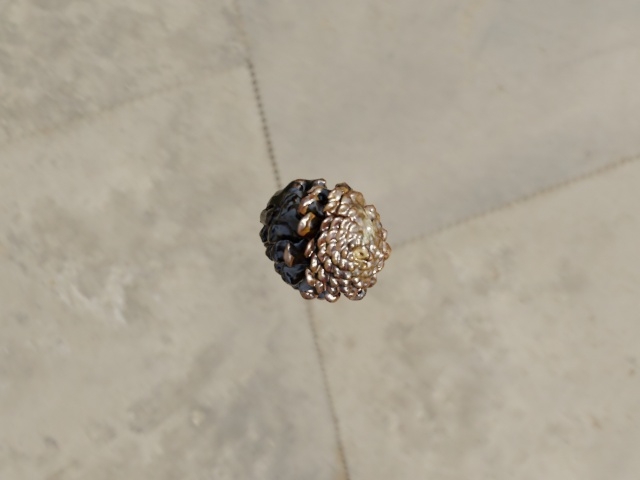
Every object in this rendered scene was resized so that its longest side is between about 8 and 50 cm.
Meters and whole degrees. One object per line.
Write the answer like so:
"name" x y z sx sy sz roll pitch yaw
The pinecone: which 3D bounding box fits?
"pinecone" 0.000 0.000 1.117 0.077 0.083 0.077 -9 104 -37
